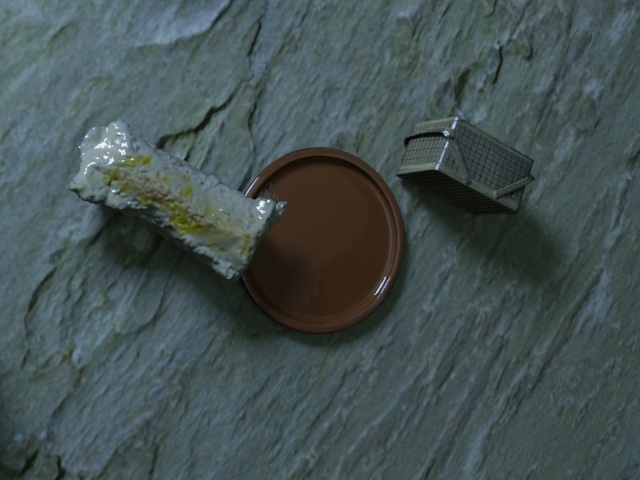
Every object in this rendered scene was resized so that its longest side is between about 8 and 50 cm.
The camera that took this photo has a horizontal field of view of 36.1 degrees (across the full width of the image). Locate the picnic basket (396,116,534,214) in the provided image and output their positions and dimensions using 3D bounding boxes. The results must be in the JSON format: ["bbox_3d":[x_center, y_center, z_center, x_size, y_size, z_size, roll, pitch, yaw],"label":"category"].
[{"bbox_3d":[0.200,-0.099,1.355,0.164,0.115,0.079,25,78,-24],"label":"picnic basket"}]

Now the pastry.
[{"bbox_3d":[-0.179,-0.046,1.189,0.259,0.089,0.121,26,71,-17],"label":"pastry"}]

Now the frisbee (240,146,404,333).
[{"bbox_3d":[0.000,0.000,1.316,0.251,0.021,0.250,-1,92,-25],"label":"frisbee"}]
